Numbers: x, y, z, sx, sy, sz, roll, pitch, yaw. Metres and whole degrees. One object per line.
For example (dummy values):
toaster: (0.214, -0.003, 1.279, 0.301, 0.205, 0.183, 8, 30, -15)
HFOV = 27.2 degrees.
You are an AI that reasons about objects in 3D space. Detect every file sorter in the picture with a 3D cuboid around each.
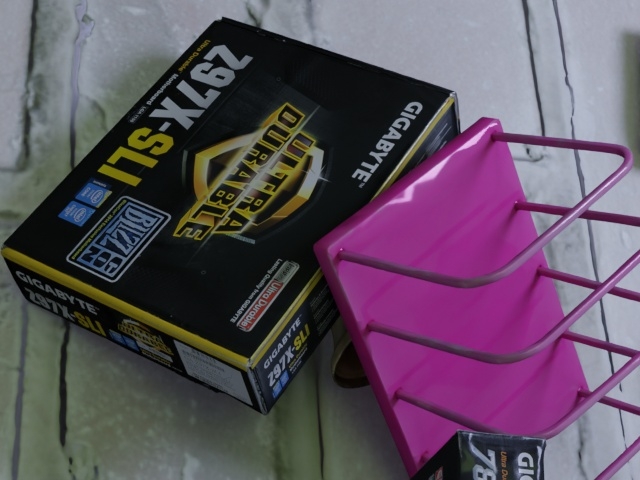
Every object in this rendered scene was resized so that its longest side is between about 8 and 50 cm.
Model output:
file sorter: (0.168, 0.084, 1.039, 0.202, 0.182, 0.291, -37, 119, -27)

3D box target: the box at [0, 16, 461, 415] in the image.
box: (-0.069, -0.037, 1.121, 0.257, 0.079, 0.322, 21, 57, 28)

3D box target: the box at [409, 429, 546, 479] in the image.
box: (0.080, 0.316, 0.915, 0.073, 0.295, 0.293, 10, 61, -11)

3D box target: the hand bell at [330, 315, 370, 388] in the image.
hand bell: (0.000, 0.000, 1.179, 0.126, 0.126, 0.242, -23, 60, -24)
